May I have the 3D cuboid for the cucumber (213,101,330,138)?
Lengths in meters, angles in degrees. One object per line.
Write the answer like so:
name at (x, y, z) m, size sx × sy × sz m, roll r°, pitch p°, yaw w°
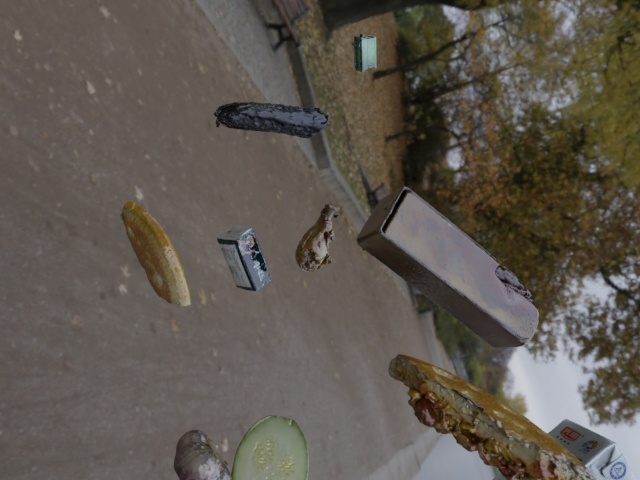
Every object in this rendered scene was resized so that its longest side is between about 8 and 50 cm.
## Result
cucumber at (-0.076, -0.192, 0.942) m, size 0.053 × 0.181 × 0.053 m, roll -177°, pitch -90°, yaw -73°

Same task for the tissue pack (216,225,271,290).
tissue pack at (-0.216, 0.050, 1.715) m, size 0.090 × 0.103 × 0.170 m, roll -36°, pitch 117°, yaw -36°

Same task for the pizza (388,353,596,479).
pizza at (0.182, 0.208, 0.683) m, size 0.058 × 0.246 × 0.127 m, roll -64°, pitch 165°, yaw 5°

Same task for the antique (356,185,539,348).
antique at (0.210, 0.050, 0.954) m, size 0.309 × 0.093 × 0.087 m, roll 37°, pitch -23°, yaw -10°

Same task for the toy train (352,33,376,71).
toy train at (0.112, -0.471, 1.509) m, size 0.038 × 0.056 × 0.093 m, roll 37°, pitch -42°, yaw 51°

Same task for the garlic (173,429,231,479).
garlic at (-0.267, 0.504, 1.338) m, size 0.159 × 0.102 × 0.147 m, roll 52°, pitch -6°, yaw 16°

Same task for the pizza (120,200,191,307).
pizza at (-0.368, 0.034, 1.346) m, size 0.271 × 0.056 × 0.134 m, roll 51°, pitch -40°, yaw 16°

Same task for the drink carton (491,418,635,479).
drink carton at (0.383, 0.460, 1.054) m, size 0.107 × 0.314 × 0.130 m, roll 60°, pitch -14°, yaw -13°

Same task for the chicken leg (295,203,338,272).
chicken leg at (-0.002, -0.002, 1.679) m, size 0.085 × 0.208 × 0.101 m, roll 15°, pitch 18°, yaw -36°

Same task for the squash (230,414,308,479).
squash at (-0.122, 0.569, 1.435) m, size 0.189 × 0.189 × 0.261 m, roll 32°, pitch 71°, yaw -76°
